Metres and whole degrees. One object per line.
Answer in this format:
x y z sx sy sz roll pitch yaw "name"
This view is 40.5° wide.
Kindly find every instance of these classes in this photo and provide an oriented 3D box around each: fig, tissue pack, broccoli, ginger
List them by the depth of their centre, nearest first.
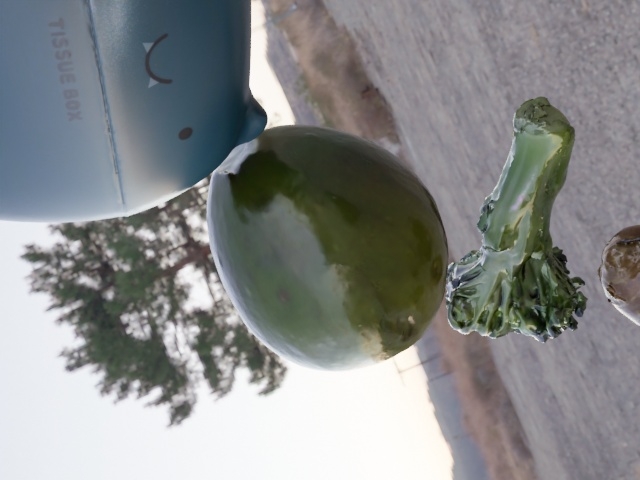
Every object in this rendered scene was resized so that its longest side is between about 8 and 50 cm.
-0.141 -0.157 0.516 0.287 0.206 0.198 95 160 -45 "tissue pack"
0.000 0.000 0.661 0.191 0.181 0.181 40 -167 -16 "fig"
0.294 0.049 0.709 0.162 0.073 0.103 33 -160 0 "ginger"
0.221 -0.019 0.943 0.304 0.164 0.145 89 -164 -45 "broccoli"
